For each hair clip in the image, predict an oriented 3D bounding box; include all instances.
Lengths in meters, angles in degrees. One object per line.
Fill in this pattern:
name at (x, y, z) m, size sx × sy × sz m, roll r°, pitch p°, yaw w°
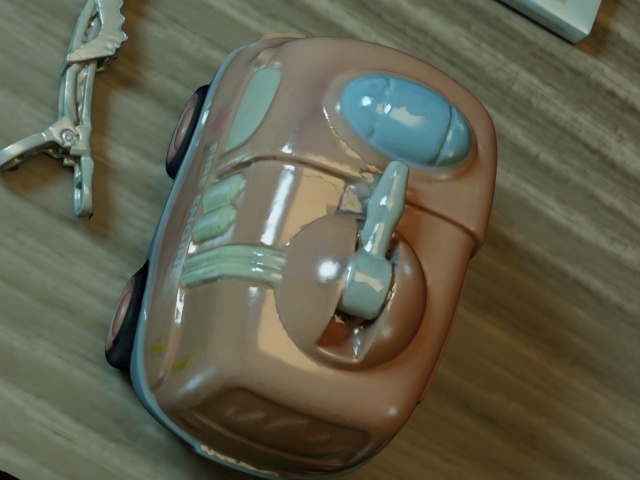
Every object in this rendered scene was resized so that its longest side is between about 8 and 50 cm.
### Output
hair clip at (-0.154, -0.128, 0.981) m, size 0.072 × 0.034 × 0.225 m, roll 20°, pitch 70°, yaw -15°

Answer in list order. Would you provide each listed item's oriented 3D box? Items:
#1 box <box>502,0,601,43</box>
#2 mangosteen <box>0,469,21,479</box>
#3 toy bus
box at (0.125, -0.252, 1.121) m, size 0.220 × 0.032 × 0.122 m, roll 29°, pitch 70°, yaw -14°
mangosteen at (-0.201, 0.198, 0.822) m, size 0.153 × 0.152 × 0.152 m, roll 5°, pitch 75°, yaw -20°
toy bus at (0.000, 0.000, 0.906) m, size 0.194 × 0.232 × 0.287 m, roll 21°, pitch 73°, yaw -12°
